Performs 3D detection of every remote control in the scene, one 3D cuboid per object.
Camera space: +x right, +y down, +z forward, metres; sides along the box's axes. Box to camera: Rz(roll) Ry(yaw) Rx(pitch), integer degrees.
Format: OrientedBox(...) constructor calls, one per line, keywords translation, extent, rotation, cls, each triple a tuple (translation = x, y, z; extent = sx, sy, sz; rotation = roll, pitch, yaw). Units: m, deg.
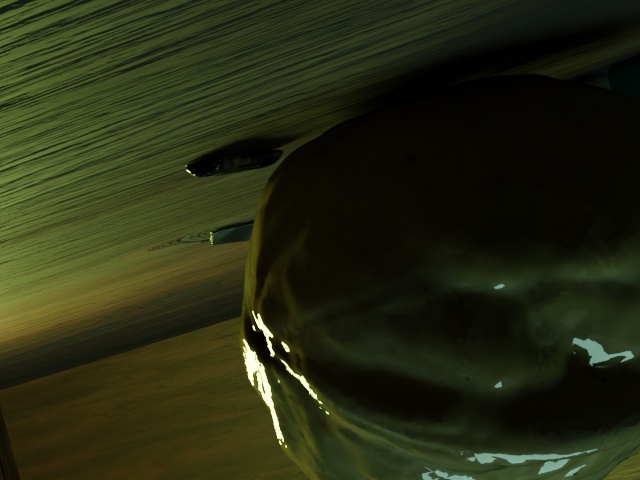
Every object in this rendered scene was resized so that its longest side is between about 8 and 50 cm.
OrientedBox(translation=(-0.065, -0.060, 1.468), extent=(0.039, 0.014, 0.096), rotation=(-19, 176, 29), cls="remote control")

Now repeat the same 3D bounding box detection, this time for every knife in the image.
OrientedBox(translation=(-0.049, -0.016, 2.114), extent=(0.060, 0.028, 0.230), rotation=(-34, 163, 36), cls="knife")

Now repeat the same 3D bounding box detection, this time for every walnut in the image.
OrientedBox(translation=(0.121, 0.044, 1.434), extent=(0.381, 0.381, 0.381), rotation=(-16, 176, -1), cls="walnut")

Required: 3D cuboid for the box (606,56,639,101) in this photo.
OrientedBox(translation=(0.346, -0.047, 1.617), extent=(0.092, 0.244, 0.153), rotation=(-16, 176, 36), cls="box")
